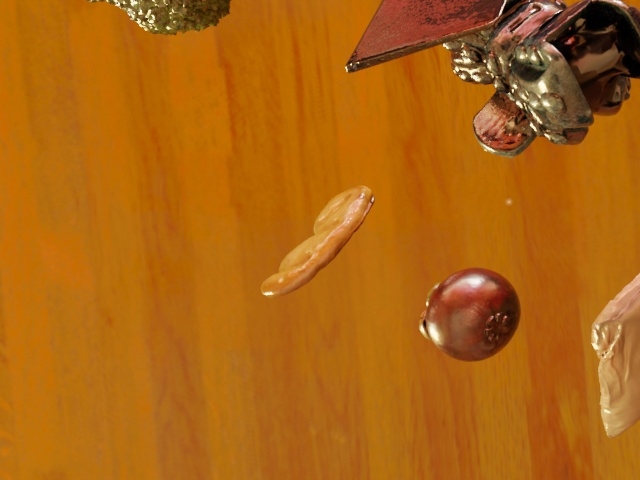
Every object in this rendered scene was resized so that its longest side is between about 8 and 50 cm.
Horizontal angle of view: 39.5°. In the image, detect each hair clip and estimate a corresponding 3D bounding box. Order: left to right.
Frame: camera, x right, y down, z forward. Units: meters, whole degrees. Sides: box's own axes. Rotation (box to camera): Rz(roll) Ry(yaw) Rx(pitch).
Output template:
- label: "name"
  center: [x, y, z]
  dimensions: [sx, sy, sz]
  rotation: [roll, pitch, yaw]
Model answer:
- label: "hair clip"
  center: [0.243, -0.221, 1.044]
  dimensions: [0.194, 0.206, 0.310]
  rotation: [-39, 50, -1]

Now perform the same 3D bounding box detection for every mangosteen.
- label: "mangosteen"
  center: [0.267, 0.132, 1.641]
  dimensions: [0.200, 0.200, 0.200]
  rotation: [1, 93, 12]

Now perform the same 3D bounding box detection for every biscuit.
- label: "biscuit"
  center: [0.001, 0.001, 1.798]
  dimensions: [0.045, 0.154, 0.299]
  rotation: [47, 69, -22]

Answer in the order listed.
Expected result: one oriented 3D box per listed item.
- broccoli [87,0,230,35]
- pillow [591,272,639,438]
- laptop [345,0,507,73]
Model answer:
- label: "broccoli"
  center: [-0.137, -0.320, 0.732]
  dimensions: [0.283, 0.304, 0.321]
  rotation: [-28, 55, 21]
- label: "pillow"
  center: [0.375, 0.110, 0.991]
  dimensions: [0.173, 0.270, 0.067]
  rotation: [-37, 50, -7]
- label: "laptop"
  center: [0.106, -0.205, 0.695]
  dimensions: [0.135, 0.197, 0.016]
  rotation: [-8, 132, 40]
